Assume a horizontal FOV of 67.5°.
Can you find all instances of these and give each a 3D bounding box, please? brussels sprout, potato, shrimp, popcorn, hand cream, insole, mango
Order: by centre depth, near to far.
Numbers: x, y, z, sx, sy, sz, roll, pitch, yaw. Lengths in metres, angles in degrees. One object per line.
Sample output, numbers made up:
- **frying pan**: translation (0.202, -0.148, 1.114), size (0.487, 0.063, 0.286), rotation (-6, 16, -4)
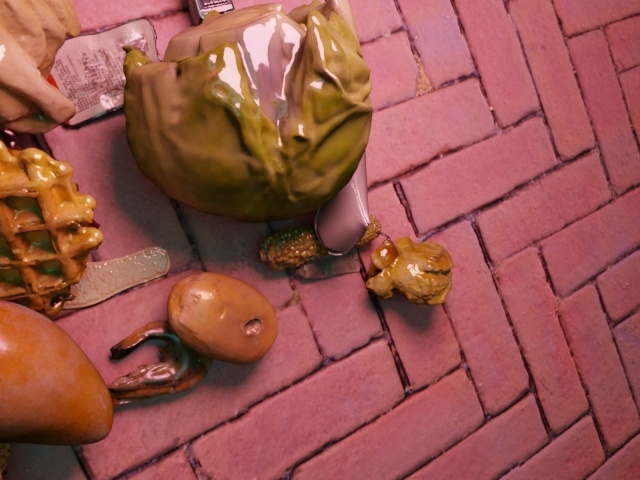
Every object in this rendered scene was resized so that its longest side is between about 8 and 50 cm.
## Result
- **mango**: translation (-0.480, 0.210, 0.737), size (0.384, 0.221, 0.199), rotation (45, 40, -37)
- **brussels sprout**: translation (-0.112, -0.213, 0.869), size (0.425, 0.343, 0.361), rotation (-11, 126, 7)
- **insole**: translation (-0.413, 0.073, 0.920), size (0.247, 0.011, 0.081), rotation (-19, 95, -21)
- **shrimp**: translation (-0.333, 0.232, 0.922), size (0.254, 0.059, 0.145), rotation (-5, 87, -22)
- **potato**: translation (-0.187, 0.149, 0.939), size (0.233, 0.146, 0.150), rotation (35, 95, -33)
- **hand cream**: translation (0.017, 0.057, 1.082), size (0.165, 0.037, 0.057), rotation (-11, 92, -29)
- **popcorn**: translation (0.202, 0.061, 1.092), size (0.195, 0.174, 0.168), rotation (12, 44, 4)

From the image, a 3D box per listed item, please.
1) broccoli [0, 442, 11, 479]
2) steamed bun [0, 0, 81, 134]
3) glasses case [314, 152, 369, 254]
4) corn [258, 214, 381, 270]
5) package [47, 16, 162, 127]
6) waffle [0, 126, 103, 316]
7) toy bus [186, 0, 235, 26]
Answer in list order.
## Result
- **broccoli**: translation (-0.603, 0.384, 0.713), size (0.246, 0.243, 0.263), rotation (-18, 99, -23)
- **steamed bun**: translation (-0.500, -0.361, 0.729), size (0.230, 0.325, 0.373), rotation (-14, 92, -15)
- **glasses case**: translation (0.042, -0.132, 0.996), size (0.083, 0.128, 0.308), rotation (12, 63, -28)
- **corn**: translation (0.000, 0.000, 1.045), size (0.288, 0.086, 0.087), rotation (-14, 94, -23)
- **package**: translation (-0.409, -0.326, 0.922), size (0.231, 0.040, 0.166), rotation (-25, 94, -12)
- **waffle**: translation (-0.554, -0.005, 0.744), size (0.379, 0.095, 0.382), rotation (30, 110, -30)
- **toy bus**: translation (-0.247, -0.554, 0.951), size (0.091, 0.109, 0.262), rotation (-18, 93, -19)
